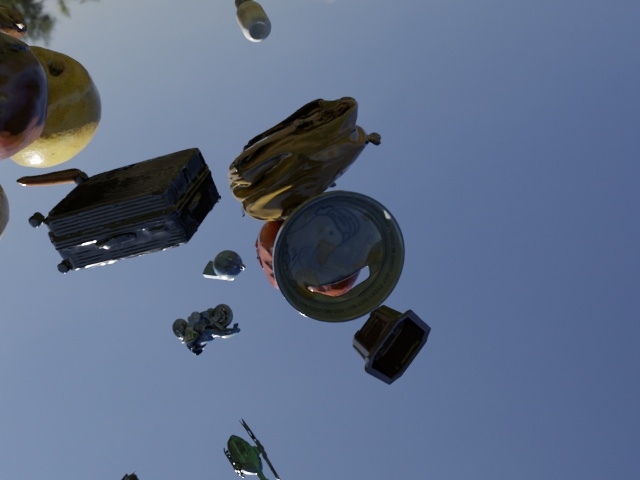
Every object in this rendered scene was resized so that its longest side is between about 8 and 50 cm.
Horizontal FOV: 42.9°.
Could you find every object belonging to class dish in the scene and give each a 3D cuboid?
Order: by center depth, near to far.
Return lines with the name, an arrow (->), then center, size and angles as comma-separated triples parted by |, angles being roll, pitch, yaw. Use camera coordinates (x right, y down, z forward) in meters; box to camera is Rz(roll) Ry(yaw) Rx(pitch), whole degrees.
dish -> 0.025, 0.021, 1.679 | 0.273, 0.273, 0.134 | -27, -161, -6

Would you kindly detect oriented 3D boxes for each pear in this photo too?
pear -> -0.720, -0.347, 2.107 | 0.315, 0.314, 0.314 | -20, -155, 10

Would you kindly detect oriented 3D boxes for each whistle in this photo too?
whistle -> -0.273, 0.067, 2.277 | 0.158, 0.090, 0.090 | 5, -144, 31

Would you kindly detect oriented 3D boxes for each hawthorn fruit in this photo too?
hawthorn fruit -> -0.714, -0.288, 1.699 | 0.309, 0.324, 0.308 | -8, -120, 14
hawthorn fruit -> 0.000, 0.000, 2.036 | 0.276, 0.276, 0.307 | 6, -132, 48

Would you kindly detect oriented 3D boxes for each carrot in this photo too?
carrot -> -0.653, -0.147, 1.965 | 0.037, 0.037, 0.190 | -6, -173, 35

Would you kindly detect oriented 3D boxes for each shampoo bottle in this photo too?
shampoo bottle -> -0.180, -0.575, 2.065 | 0.074, 0.074, 0.192 | -25, -134, -1

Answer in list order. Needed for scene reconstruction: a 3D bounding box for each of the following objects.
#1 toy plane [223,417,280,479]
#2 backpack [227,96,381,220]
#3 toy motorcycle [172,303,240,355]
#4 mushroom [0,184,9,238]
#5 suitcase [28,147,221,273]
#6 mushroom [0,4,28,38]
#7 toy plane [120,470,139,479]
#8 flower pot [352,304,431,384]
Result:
toy plane -> -0.170, 0.563, 2.054 | 0.096, 0.060, 0.235 | -33, -119, -12
backpack -> -0.047, -0.195, 1.951 | 0.378, 0.201, 0.353 | -28, -162, 15
toy motorcycle -> -0.372, 0.292, 2.632 | 0.255, 0.135, 0.092 | -21, 173, 28
mushroom -> -0.831, -0.072, 1.841 | 0.246, 0.246, 0.202 | -37, -171, -25
suitcase -> -0.410, -0.071, 1.751 | 0.335, 0.152, 0.229 | -13, -153, 22
mushroom -> -0.848, -0.597, 2.195 | 0.087, 0.127, 0.127 | -46, -159, 12
toy plane -> -0.414, 0.509, 1.653 | 0.145, 0.037, 0.060 | -37, 162, 23
flower pot -> 0.160, 0.238, 1.945 | 0.084, 0.251, 0.178 | 35, -93, 28
